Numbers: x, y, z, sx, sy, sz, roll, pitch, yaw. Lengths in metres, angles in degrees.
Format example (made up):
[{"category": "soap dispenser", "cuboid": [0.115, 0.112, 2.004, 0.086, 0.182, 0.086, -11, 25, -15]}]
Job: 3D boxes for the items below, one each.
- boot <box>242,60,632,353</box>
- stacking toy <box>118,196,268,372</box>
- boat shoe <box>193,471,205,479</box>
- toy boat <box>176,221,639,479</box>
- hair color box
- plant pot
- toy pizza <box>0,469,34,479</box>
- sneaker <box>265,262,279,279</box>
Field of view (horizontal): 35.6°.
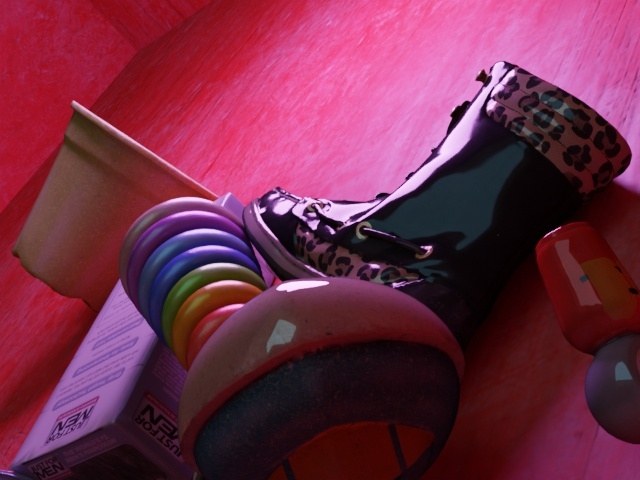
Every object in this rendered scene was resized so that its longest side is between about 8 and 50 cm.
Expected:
[{"category": "boot", "cuboid": [0.090, -0.036, 0.943, 0.284, 0.138, 0.377, -45, 26, -2]}, {"category": "stacking toy", "cuboid": [-0.095, 0.075, 0.905, 0.141, 0.141, 0.330, -43, 28, 2]}, {"category": "boat shoe", "cuboid": [-0.062, 0.165, 0.952, 0.190, 0.068, 0.072, -50, 7, -20]}, {"category": "toy boat", "cuboid": [0.069, 0.102, 0.641, 0.318, 0.267, 0.148, -21, 62, 1]}, {"category": "hair color box", "cuboid": [-0.187, 0.126, 1.161, 0.185, 0.113, 0.374, -28, 26, 35]}, {"category": "plant pot", "cuboid": [-0.338, -0.036, 1.560, 0.254, 0.276, 0.276, -56, 23, -1]}, {"category": "toy pizza", "cuboid": [-0.343, 0.328, 0.999, 0.201, 0.201, 0.032, -61, -5, -36]}, {"category": "sneaker", "cuboid": [0.000, 0.000, 1.153, 0.134, 0.051, 0.070, -25, 27, 32]}]
